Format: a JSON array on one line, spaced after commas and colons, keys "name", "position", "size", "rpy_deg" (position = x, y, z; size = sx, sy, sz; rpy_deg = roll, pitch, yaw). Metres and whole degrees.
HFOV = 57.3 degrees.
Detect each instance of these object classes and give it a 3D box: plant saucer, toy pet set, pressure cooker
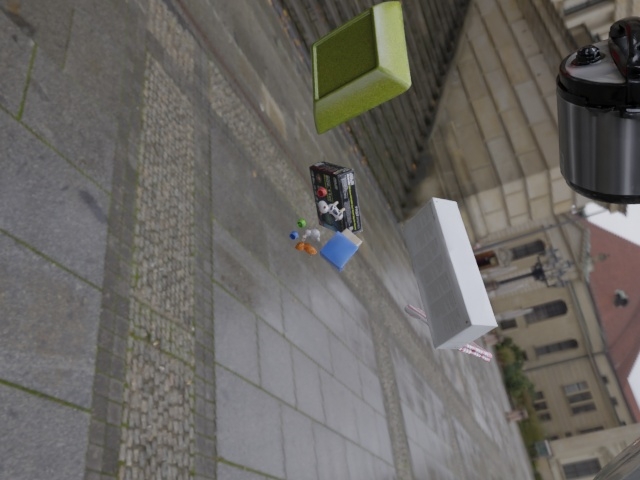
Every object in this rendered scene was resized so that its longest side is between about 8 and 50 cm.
[{"name": "plant saucer", "position": [0.051, -0.297, 0.975], "size": [0.045, 0.189, 0.188], "rpy_deg": [27, 52, -46]}, {"name": "toy pet set", "position": [0.000, 0.000, 0.932], "size": [0.114, 0.122, 0.065], "rpy_deg": [40, 40, 9]}, {"name": "pressure cooker", "position": [0.795, -0.345, 1.495], "size": [0.370, 0.376, 0.420], "rpy_deg": [41, -27, 55]}]

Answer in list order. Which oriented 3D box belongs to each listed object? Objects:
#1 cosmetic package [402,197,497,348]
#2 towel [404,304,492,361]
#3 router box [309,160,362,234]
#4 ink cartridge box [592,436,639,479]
[{"name": "cosmetic package", "position": [0.213, 0.054, 0.989], "size": [0.061, 0.099, 0.238], "rpy_deg": [6, 56, -26]}, {"name": "towel", "position": [0.266, 0.197, 1.216], "size": [0.144, 0.029, 0.197], "rpy_deg": [35, 4, 37]}, {"name": "router box", "position": [0.028, -0.076, 1.065], "size": [0.092, 0.038, 0.122], "rpy_deg": [24, -49, 52]}, {"name": "ink cartridge box", "position": [0.287, 0.202, 0.499], "size": [0.232, 0.189, 0.066], "rpy_deg": [-2, 44, -44]}]
